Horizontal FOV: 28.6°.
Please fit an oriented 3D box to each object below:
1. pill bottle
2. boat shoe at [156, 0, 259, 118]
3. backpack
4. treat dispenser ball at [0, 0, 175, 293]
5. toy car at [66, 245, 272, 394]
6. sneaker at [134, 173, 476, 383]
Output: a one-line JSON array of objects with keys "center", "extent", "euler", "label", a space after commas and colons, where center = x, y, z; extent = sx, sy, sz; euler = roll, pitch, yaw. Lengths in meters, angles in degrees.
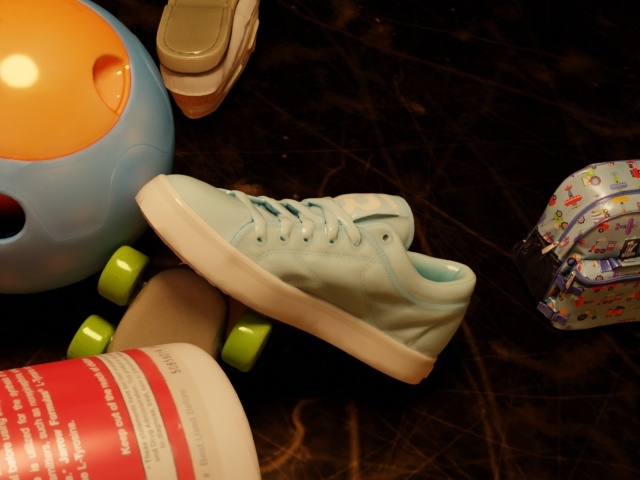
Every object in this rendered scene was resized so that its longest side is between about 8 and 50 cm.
[{"center": [-0.263, 0.215, 0.922], "extent": [0.408, 0.229, 0.229], "euler": [-8, 51, -24], "label": "pill bottle"}, {"center": [-0.128, -0.269, 1.499], "extent": [0.113, 0.103, 0.302], "euler": [10, 46, 9], "label": "boat shoe"}, {"center": [0.309, -0.002, 1.342], "extent": [0.158, 0.173, 0.117], "euler": [-3, 50, -21], "label": "backpack"}, {"center": [-0.279, -0.095, 1.159], "extent": [0.288, 0.288, 0.288], "euler": [9, 47, -10], "label": "treat dispenser ball"}, {"center": [-0.123, 0.076, 1.195], "extent": [0.155, 0.149, 0.188], "euler": [28, 18, 4], "label": "toy car"}, {"center": [0.000, 0.000, 1.157], "extent": [0.366, 0.150, 0.135], "euler": [29, 9, -39], "label": "sneaker"}]
